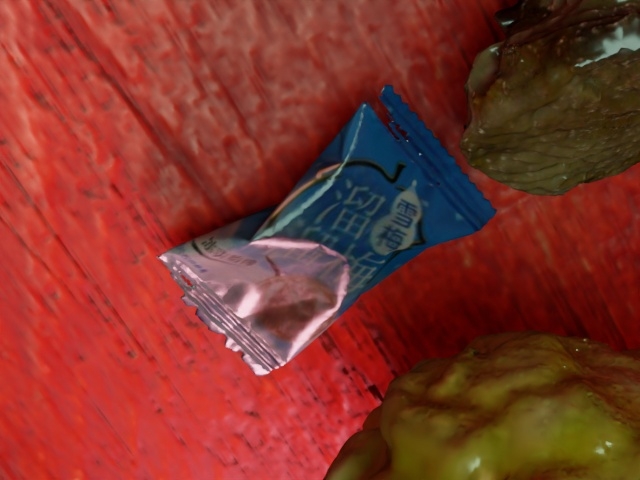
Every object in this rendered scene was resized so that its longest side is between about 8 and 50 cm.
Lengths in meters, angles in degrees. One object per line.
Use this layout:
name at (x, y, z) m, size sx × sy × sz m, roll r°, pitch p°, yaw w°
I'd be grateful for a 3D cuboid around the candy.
candy at (0.000, -0.001, 0.553) m, size 0.136 × 0.038 × 0.088 m, roll -35°, pitch 127°, yaw 14°

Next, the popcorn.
popcorn at (0.122, 0.150, 0.534) m, size 0.250 × 0.235 × 0.242 m, roll 28°, pitch 82°, yaw -38°

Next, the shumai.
shumai at (0.125, -0.083, 0.521) m, size 0.139 × 0.105 × 0.123 m, roll 1°, pitch 156°, yaw 0°
